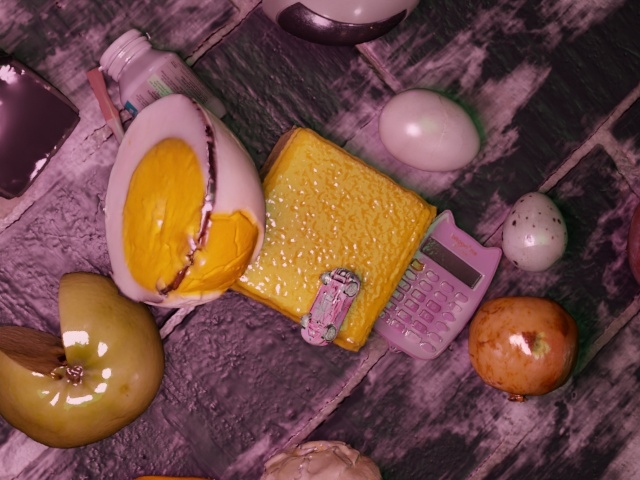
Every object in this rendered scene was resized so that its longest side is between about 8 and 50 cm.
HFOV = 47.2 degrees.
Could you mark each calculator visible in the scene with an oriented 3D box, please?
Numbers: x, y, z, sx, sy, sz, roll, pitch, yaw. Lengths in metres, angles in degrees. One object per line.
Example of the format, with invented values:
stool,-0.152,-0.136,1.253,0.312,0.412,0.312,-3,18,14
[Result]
calculator,0.221,0.098,1.462,0.194,0.043,0.294,36,86,-11

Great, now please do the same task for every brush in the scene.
brush,-0.349,-0.169,1.319,0.084,0.071,0.301,-23,94,-8

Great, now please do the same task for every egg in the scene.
egg,0.210,-0.207,1.400,0.209,0.151,0.151,17,86,-15
egg,-0.201,-0.054,1.196,0.201,0.337,0.337,10,87,-46
egg,0.429,-0.017,1.462,0.131,0.131,0.164,20,72,-12

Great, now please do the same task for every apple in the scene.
apple,-0.404,0.197,1.214,0.291,0.254,0.292,-1,95,-14

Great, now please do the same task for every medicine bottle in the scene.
medicine bottle,-0.282,-0.264,1.299,0.135,0.135,0.215,-45,99,-9

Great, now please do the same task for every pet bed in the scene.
pet bed,-0.542,-0.199,1.242,0.183,0.159,0.211,38,83,-36

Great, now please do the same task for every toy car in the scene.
toy car,0.019,0.116,1.259,0.055,0.069,0.142,32,82,-48

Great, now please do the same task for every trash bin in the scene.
trash bin,0.029,-0.566,1.302,0.280,0.280,0.432,-2,87,-12

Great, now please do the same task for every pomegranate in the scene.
pomegranate,0.394,0.209,1.409,0.215,0.215,0.215,0,90,-12

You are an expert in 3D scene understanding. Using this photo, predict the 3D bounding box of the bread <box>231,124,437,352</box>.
bread,0.000,0.000,1.358,0.323,0.143,0.333,32,84,-9

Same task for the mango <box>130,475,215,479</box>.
mango,-0.257,0.515,1.306,0.257,0.138,0.187,16,75,-18

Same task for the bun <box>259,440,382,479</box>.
bun,-0.006,0.434,1.319,0.239,0.239,0.141,-9,91,-12

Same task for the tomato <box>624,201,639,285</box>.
tomato,0.780,0.007,1.470,0.316,0.282,0.317,-3,103,-14
